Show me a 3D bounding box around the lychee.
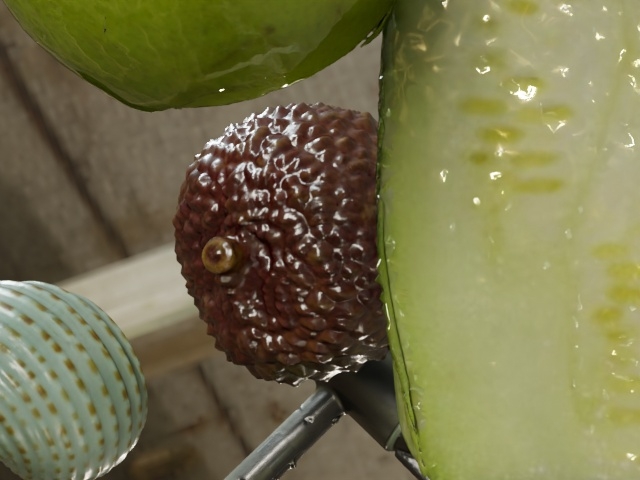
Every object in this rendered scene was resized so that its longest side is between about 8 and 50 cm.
[{"bbox_3d":[0.000,0.000,1.466,0.271,0.236,0.236,-5,-109,-44],"label":"lychee"}]

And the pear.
[{"bbox_3d":[-0.053,-0.161,0.662,0.187,0.187,0.220,-105,-1,-69],"label":"pear"}]

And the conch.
[{"bbox_3d":[-0.209,0.088,1.138,0.200,0.172,0.131,12,-88,-44],"label":"conch"}]

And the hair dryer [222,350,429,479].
[{"bbox_3d":[-0.004,0.197,1.610,0.195,0.248,0.078,44,174,22],"label":"hair dryer"}]

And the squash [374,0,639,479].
[{"bbox_3d":[0.144,-0.067,0.779,0.210,0.233,0.309,-72,-19,-53],"label":"squash"}]
